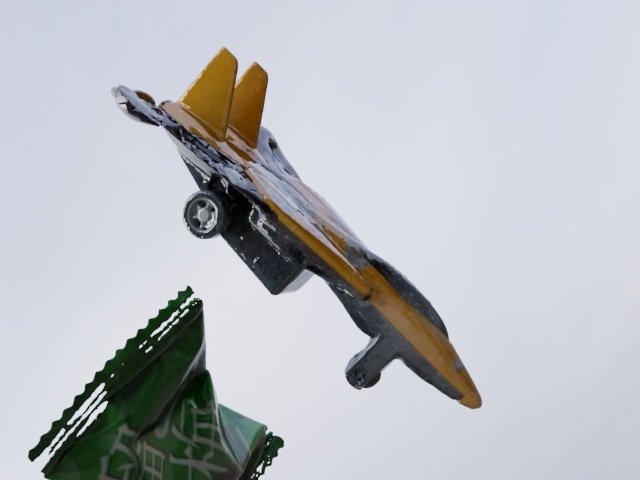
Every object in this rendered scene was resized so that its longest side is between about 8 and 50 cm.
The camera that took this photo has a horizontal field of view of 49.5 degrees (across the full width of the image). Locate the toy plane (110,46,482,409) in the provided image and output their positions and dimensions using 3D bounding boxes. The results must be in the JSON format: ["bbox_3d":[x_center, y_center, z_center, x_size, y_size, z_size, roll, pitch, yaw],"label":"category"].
[{"bbox_3d":[-0.009,0.008,0.509,0.103,0.316,0.204,-40,-13,17],"label":"toy plane"}]

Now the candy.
[{"bbox_3d":[-0.109,0.145,0.495,0.203,0.078,0.141,72,-147,-41],"label":"candy"}]
